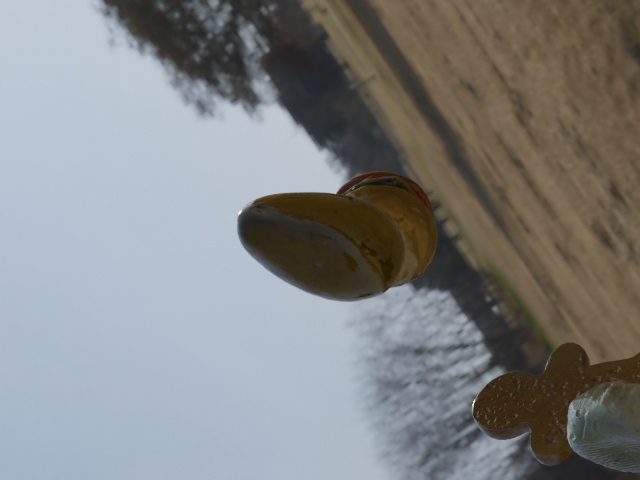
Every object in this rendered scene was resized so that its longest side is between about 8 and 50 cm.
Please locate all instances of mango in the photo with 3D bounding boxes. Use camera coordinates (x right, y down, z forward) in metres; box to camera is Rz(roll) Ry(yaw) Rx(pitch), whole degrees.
[{"bbox_3d":[0.000,0.000,1.422,0.195,0.137,0.098,22,-132,0],"label":"mango"}]

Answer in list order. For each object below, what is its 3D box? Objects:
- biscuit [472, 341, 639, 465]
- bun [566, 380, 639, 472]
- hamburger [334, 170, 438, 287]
[{"bbox_3d":[0.280,0.181,1.378,0.035,0.240,0.158,55,-137,-33],"label":"biscuit"},{"bbox_3d":[0.284,0.167,1.147,0.115,0.115,0.069,51,-135,-54],"label":"bun"},{"bbox_3d":[0.078,-0.015,1.682,0.162,0.162,0.115,55,-164,-21],"label":"hamburger"}]
